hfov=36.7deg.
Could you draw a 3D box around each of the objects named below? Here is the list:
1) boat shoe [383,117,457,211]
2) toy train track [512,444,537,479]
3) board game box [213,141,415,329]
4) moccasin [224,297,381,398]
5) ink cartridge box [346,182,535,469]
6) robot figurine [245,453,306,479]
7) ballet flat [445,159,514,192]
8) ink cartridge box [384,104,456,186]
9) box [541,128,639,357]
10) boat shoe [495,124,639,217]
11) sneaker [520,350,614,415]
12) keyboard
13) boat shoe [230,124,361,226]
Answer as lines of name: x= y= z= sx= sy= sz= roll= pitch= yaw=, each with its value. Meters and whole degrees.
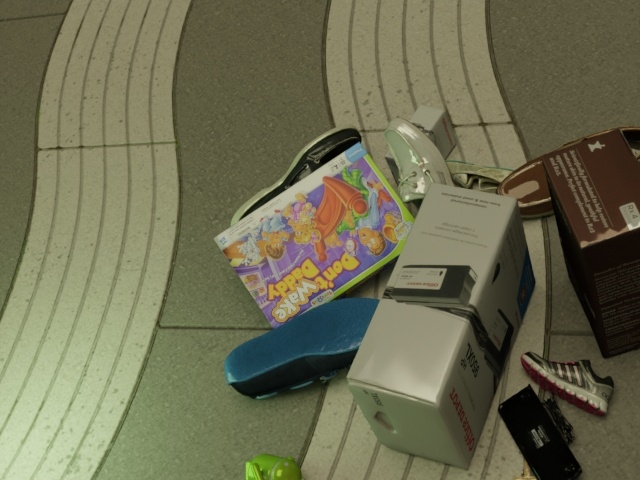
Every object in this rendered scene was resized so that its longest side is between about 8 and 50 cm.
boat shoe: x=0.197 y=-0.106 z=1.866 sx=0.096 sy=0.098 sz=0.277 roll=-36 pitch=93 yaw=-23
toy train track: x=0.344 y=0.380 z=1.612 sx=0.048 sy=0.014 sz=0.083 roll=-5 pitch=54 yaw=17
board game box: x=0.000 y=0.000 z=1.905 sx=0.347 sy=0.078 sz=0.233 roll=-34 pitch=80 yaw=-5
moccasin: x=-0.010 y=0.202 z=1.809 sx=0.342 sy=0.116 sz=0.137 roll=-17 pitch=48 yaw=13
ink cartridge box: x=0.219 y=0.148 z=1.649 sx=0.166 sy=0.285 sz=0.394 roll=12 pitch=62 yaw=27
robot figurine: x=-0.081 y=0.414 z=1.703 sx=0.115 sy=0.101 sz=0.067 roll=0 pitch=86 yaw=43
ballet flat: x=0.316 y=-0.127 z=1.956 sx=0.168 sy=0.057 sz=0.052 roll=9 pitch=70 yaw=26
ink cartridge box: x=0.209 y=-0.189 z=2.003 sx=0.063 sy=0.109 sz=0.150 roll=21 pitch=66 yaw=34
box: x=0.478 y=0.018 z=1.582 sx=0.143 sy=0.381 sz=0.191 roll=-19 pitch=52 yaw=8
boat shoe: x=0.487 y=-0.143 z=1.847 sx=0.325 sy=0.116 sz=0.123 roll=-23 pitch=69 yaw=4
sneaker: x=0.428 y=0.230 z=1.658 sx=0.170 sy=0.063 sz=0.074 roll=29 pitch=70 yaw=28
keyboard: x=0.382 y=0.331 z=1.626 sx=0.100 sy=0.038 sz=0.192 roll=-36 pitch=46 yaw=11
boat shoe: x=-0.029 y=-0.100 z=2.019 sx=0.340 sy=0.127 sz=0.113 roll=-38 pitch=53 yaw=-6
